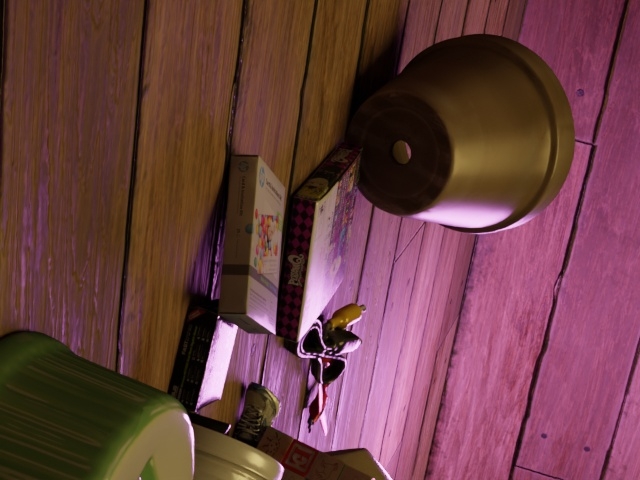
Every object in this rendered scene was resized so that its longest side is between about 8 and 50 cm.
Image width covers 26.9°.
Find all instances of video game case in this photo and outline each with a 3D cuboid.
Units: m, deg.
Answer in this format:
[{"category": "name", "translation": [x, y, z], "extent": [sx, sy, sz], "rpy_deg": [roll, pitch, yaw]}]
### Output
[{"category": "video game case", "translation": [0.000, 0.000, 1.952], "extent": [0.210, 0.041, 0.232], "rpy_deg": [-52, 154, -57]}]

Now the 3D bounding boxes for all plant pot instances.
[{"category": "plant pot", "translation": [0.192, -0.150, 2.077], "extent": [0.280, 0.323, 0.323], "rpy_deg": [-19, 125, -54]}]

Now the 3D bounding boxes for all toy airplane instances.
[{"category": "toy airplane", "translation": [0.004, 0.260, 2.283], "extent": [0.151, 0.028, 0.151], "rpy_deg": [12, 90, -73]}]

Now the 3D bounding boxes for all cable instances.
[{"category": "cable", "translation": [-0.011, 0.163, 2.125], "extent": [0.139, 0.072, 0.287], "rpy_deg": [-59, 156, 11]}]

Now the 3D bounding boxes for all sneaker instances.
[{"category": "sneaker", "translation": [-0.091, 0.257, 1.870], "extent": [0.058, 0.052, 0.135], "rpy_deg": [-50, 151, -43]}]

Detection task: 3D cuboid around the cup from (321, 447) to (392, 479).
[{"category": "cup", "translation": [0.005, 0.440, 2.003], "extent": [0.331, 0.331, 0.237], "rpy_deg": [14, 66, -76]}]

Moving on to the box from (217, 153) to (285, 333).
[{"category": "box", "translation": [-0.079, 0.008, 1.580], "extent": [0.145, 0.038, 0.186], "rpy_deg": [51, 40, -73]}]

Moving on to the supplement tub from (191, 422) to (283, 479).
[{"category": "supplement tub", "translation": [-0.162, 0.336, 1.388], "extent": [0.191, 0.191, 0.272], "rpy_deg": [70, 38, -67]}]

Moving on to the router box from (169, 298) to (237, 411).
[{"category": "router box", "translation": [-0.136, 0.134, 1.582], "extent": [0.092, 0.038, 0.123], "rpy_deg": [-10, 115, -75]}]

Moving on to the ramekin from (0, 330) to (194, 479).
[{"category": "ramekin", "translation": [-0.224, 0.241, 1.129], "extent": [0.303, 0.148, 0.304], "rpy_deg": [16, 90, -76]}]

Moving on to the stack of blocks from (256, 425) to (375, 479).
[{"category": "stack of blocks", "translation": [-0.059, 0.427, 1.827], "extent": [0.297, 0.171, 0.087], "rpy_deg": [-61, 158, -13]}]

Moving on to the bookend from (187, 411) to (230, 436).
[{"category": "bookend", "translation": [-0.151, 0.269, 1.602], "extent": [0.156, 0.072, 0.157], "rpy_deg": [-33, 136, -71]}]
